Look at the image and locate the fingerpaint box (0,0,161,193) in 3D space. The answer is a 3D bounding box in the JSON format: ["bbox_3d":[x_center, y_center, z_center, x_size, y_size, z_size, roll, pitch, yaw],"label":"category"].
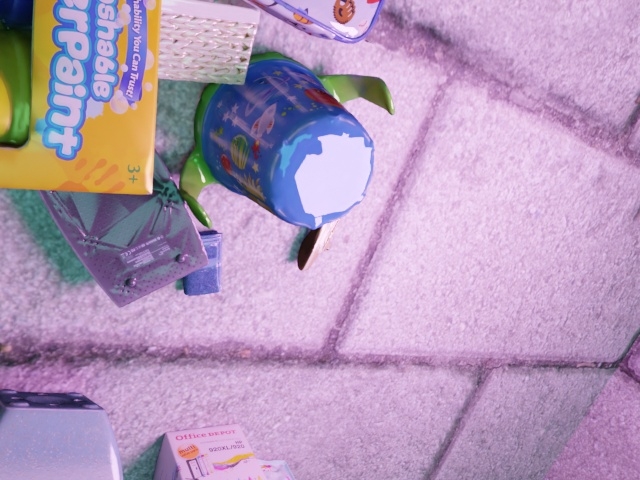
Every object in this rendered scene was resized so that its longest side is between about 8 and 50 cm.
[{"bbox_3d":[-0.335,-0.270,0.462,0.371,0.163,0.443,0,99,-42],"label":"fingerpaint box"}]

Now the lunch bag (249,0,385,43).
[{"bbox_3d":[-0.025,-0.422,0.709,0.304,0.115,0.243,17,105,-38],"label":"lunch bag"}]

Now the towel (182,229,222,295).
[{"bbox_3d":[-0.203,0.041,0.931,0.067,0.029,0.119,-7,121,-27],"label":"towel"}]

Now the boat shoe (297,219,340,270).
[{"bbox_3d":[0.000,0.000,1.014,0.045,0.050,0.135,17,108,-31],"label":"boat shoe"}]

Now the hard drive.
[{"bbox_3d":[-0.289,-0.037,0.803,0.172,0.054,0.254,-27,123,-11],"label":"hard drive"}]

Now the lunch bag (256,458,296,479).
[{"bbox_3d":[-0.129,0.658,1.194,0.160,0.262,0.223,24,104,-39],"label":"lunch bag"}]

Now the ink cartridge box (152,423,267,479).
[{"bbox_3d":[-0.217,0.512,1.073,0.171,0.233,0.168,6,112,-33],"label":"ink cartridge box"}]

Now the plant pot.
[{"bbox_3d":[-0.447,0.371,0.839,0.247,0.248,0.252,16,78,-36],"label":"plant pot"}]

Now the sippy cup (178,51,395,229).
[{"bbox_3d":[-0.043,-0.135,0.795,0.240,0.224,0.305,20,106,-37],"label":"sippy cup"}]

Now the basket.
[{"bbox_3d":[-0.179,-0.271,0.706,0.167,0.113,0.103,-3,123,-30],"label":"basket"}]
